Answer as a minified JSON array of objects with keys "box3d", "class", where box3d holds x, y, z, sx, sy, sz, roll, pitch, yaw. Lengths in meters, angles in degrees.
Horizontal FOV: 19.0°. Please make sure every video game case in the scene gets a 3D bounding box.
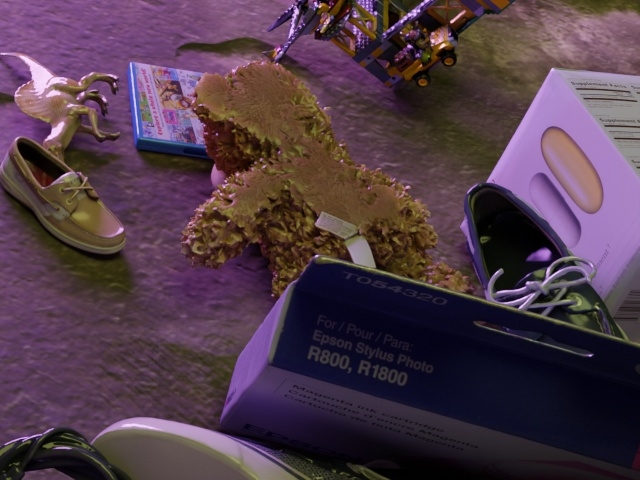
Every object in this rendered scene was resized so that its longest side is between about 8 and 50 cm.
[{"box3d":[-0.095,-0.115,1.784,0.166,0.015,0.119,8,40,-17],"class":"video game case"}]

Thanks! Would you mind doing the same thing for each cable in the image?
[{"box3d":[-0.201,0.210,1.281,0.151,0.047,0.184,10,62,8],"class":"cable"}]

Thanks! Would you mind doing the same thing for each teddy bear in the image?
[{"box3d":[0.000,0.000,1.632,0.338,0.113,0.245,42,48,14],"class":"teddy bear"}]

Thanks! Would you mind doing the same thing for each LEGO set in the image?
[{"box3d":[0.063,-0.326,1.917,0.192,0.255,0.331,35,43,-27],"class":"LEGO set"}]

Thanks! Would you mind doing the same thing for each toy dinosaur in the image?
[{"box3d":[-0.231,-0.131,1.709,0.093,0.053,0.183,-1,43,-24],"class":"toy dinosaur"}]

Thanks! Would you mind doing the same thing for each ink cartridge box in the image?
[{"box3d":[0.110,0.121,1.359,0.324,0.330,0.071,16,74,-6],"class":"ink cartridge box"}]

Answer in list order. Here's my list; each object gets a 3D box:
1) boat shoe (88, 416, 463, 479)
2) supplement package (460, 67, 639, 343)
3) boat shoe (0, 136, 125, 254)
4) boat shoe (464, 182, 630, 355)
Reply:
[{"box3d":[0.004,0.207,1.372,0.341,0.127,0.158,25,20,8],"class":"boat shoe"},{"box3d":[0.261,-0.012,1.666,0.149,0.194,0.203,2,40,-33],"class":"supplement package"},{"box3d":[-0.217,-0.038,1.607,0.135,0.045,0.050,34,39,17],"class":"boat shoe"},{"box3d":[0.180,0.045,1.538,0.095,0.079,0.254,-26,42,6],"class":"boat shoe"}]
